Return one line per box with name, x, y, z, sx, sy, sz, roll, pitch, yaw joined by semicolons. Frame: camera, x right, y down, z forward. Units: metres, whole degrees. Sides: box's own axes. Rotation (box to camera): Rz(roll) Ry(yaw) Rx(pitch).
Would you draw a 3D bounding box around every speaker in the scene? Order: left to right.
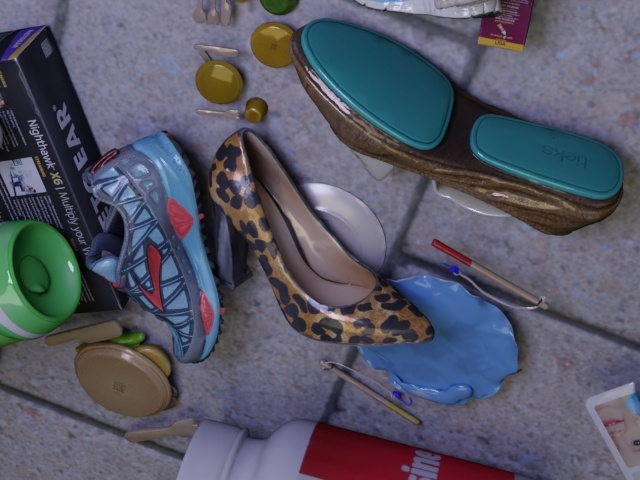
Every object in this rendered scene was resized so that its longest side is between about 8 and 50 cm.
speaker;-0.396;0.071;1.338;0.296;0.131;0.131;-18;117;27

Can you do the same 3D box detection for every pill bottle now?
pill bottle;0.042;0.332;1.435;0.407;0.229;0.229;13;126;6

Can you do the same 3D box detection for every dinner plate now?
dinner plate;-0.002;0.003;1.353;0.141;0.017;0.141;7;124;10

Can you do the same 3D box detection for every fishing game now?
fishing game;0.125;0.102;1.374;0.189;0.041;0.264;29;134;-5

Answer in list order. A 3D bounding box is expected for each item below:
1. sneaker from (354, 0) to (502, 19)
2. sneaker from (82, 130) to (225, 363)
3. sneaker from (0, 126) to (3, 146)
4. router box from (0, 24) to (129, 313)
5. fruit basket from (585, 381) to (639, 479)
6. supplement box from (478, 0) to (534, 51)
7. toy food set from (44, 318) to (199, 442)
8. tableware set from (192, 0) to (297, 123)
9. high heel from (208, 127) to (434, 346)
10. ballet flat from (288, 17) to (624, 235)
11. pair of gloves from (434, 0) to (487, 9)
sneaker;0.092;-0.235;1.123;0.162;0.063;0.073;14;108;39
sneaker;-0.182;0.018;1.337;0.125;0.104;0.262;-18;115;-17
sneaker;-0.434;-0.050;1.294;0.295;0.105;0.147;-12;139;11
router box;-0.353;-0.060;1.366;0.243;0.081;0.309;-5;122;19
fruit basket;0.481;0.262;1.278;0.327;0.165;0.353;-23;95;28
supplement box;0.168;-0.217;1.131;0.043;0.055;0.083;12;125;7
toy food set;-0.226;0.159;1.515;0.132;0.038;0.192;-12;125;31
tableware set;-0.070;-0.184;1.241;0.104;0.024;0.154;8;124;6
high heel;0.000;0.000;1.272;0.261;0.093;0.186;21;129;21
ballet flat;0.116;-0.090;1.215;0.342;0.116;0.124;22;146;-5
pair of gloves;0.174;-0.312;1.023;0.240;0.042;0.204;-20;97;10
